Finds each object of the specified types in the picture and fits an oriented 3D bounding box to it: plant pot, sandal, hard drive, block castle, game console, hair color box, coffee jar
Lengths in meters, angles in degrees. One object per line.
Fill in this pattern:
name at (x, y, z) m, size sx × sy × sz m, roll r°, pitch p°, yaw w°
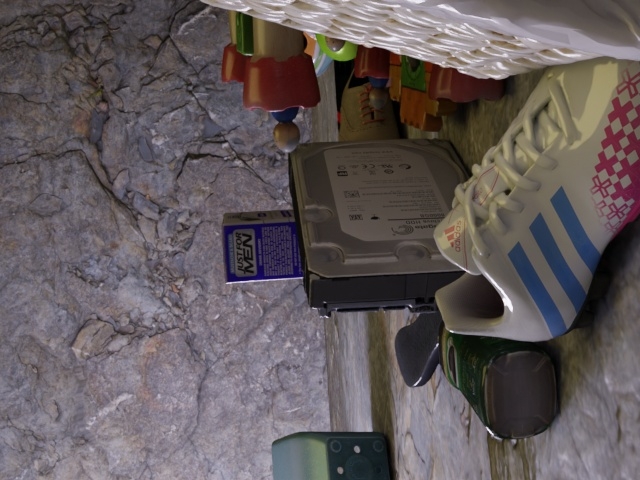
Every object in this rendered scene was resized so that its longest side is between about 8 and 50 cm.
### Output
plant pot at (0.044, 0.559, 1.758) m, size 0.252 × 0.248 × 0.247 m, roll 127°, pitch 144°, yaw -56°
sandal at (0.174, 0.155, 1.159) m, size 0.254 × 0.055 × 0.097 m, roll 114°, pitch 147°, yaw -57°
hard drive at (0.085, -0.033, 0.956) m, size 0.339 × 0.237 × 0.064 m, roll -99°, pitch 8°, yaw -57°
block castle at (0.030, -0.249, 0.998) m, size 0.453 × 0.303 × 0.212 m, roll -125°, pitch 32°, yaw -71°
game console at (0.089, -0.295, 1.835) m, size 0.386 × 0.060 × 0.341 m, roll -110°, pitch 14°, yaw -73°
hair color box at (0.000, 0.000, 1.326) m, size 0.185 × 0.339 × 0.110 m, roll -126°, pitch 34°, yaw -80°
coffee jar at (0.184, 0.135, 0.817) m, size 0.184 × 0.079 × 0.096 m, roll -125°, pitch 30°, yaw -79°

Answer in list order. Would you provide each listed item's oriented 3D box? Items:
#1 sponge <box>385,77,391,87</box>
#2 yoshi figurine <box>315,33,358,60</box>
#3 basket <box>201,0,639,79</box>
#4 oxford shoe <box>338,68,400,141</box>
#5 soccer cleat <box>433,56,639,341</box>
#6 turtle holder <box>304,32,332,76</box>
sponge at (0.142, -0.328, 1.304) m, size 0.210 × 0.031 × 0.117 m, roll -126°, pitch 34°, yaw -80°
yoshi figurine at (0.036, -0.514, 1.618) m, size 0.362 × 0.204 × 0.203 m, roll -102°, pitch -6°, yaw -46°
basket at (0.047, -0.294, 0.457) m, size 0.266 × 0.329 × 0.331 m, roll -113°, pitch 37°, yaw -81°
oxford shoe at (0.086, -0.225, 1.424) m, size 0.348 × 0.123 × 0.130 m, roll -100°, pitch 5°, yaw -53°
soccer cleat at (0.166, -0.038, 0.579) m, size 0.116 × 0.143 × 0.331 m, roll -99°, pitch 8°, yaw -49°
turtle holder at (-0.032, -0.522, 1.833) m, size 0.227 × 0.320 × 0.243 m, roll -20°, pitch 100°, yaw 58°
